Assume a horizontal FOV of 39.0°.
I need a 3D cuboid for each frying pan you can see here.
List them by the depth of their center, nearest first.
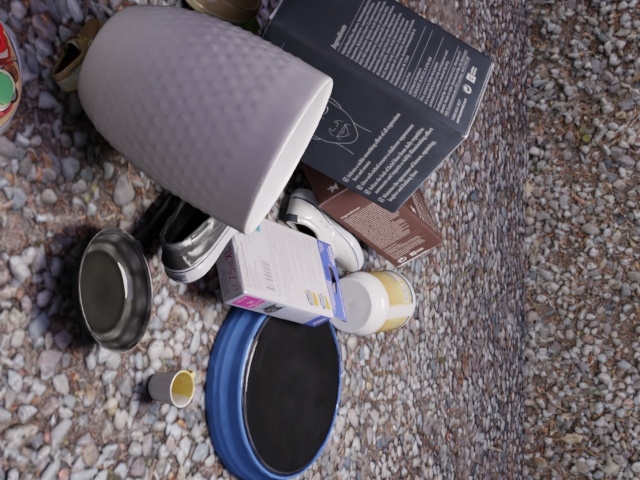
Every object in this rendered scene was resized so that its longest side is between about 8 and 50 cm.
[{"bbox_3d":[-0.321,0.021,1.451,0.197,0.053,0.326,50,39,-54],"label":"frying pan"}]

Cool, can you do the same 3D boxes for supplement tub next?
[{"bbox_3d":[0.113,0.141,2.057,0.199,0.144,0.144,0,89,-58],"label":"supplement tub"}]

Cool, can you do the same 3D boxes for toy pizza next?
[{"bbox_3d":[-0.479,-0.234,1.222,0.201,0.032,0.201,1,89,-58],"label":"toy pizza"}]

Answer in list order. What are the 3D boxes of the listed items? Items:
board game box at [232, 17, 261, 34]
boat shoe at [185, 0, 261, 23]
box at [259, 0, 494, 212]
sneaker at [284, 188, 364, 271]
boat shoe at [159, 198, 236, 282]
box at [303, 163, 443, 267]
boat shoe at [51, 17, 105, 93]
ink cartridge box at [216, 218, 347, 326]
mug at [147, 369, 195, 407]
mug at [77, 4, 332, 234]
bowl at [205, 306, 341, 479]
[{"bbox_3d":[-0.184,-0.391,1.683,0.181,0.043,0.092,-57,135,-41],"label":"board game box"},{"bbox_3d":[-0.199,-0.471,1.565,0.302,0.098,0.109,23,57,-46],"label":"boat shoe"},{"bbox_3d":[0.063,-0.282,1.679,0.395,0.293,0.212,29,56,-9],"label":"box"},{"bbox_3d":[0.000,0.000,1.946,0.258,0.094,0.091,48,60,-36],"label":"sneaker"},{"bbox_3d":[-0.196,-0.067,1.579,0.105,0.113,0.306,80,31,-42],"label":"boat shoe"},{"bbox_3d":[0.114,-0.106,2.009,0.381,0.143,0.191,33,32,-52],"label":"box"},{"bbox_3d":[-0.368,-0.290,1.382,0.045,0.050,0.135,51,48,-52],"label":"boat shoe"},{"bbox_3d":[-0.076,0.059,1.741,0.311,0.065,0.186,19,49,-46],"label":"ink cartridge box"},{"bbox_3d":[-0.254,0.251,1.545,0.078,0.064,0.062,16,76,-57],"label":"mug"},{"bbox_3d":[-0.188,-0.201,1.434,0.276,0.328,0.374,-60,178,-6],"label":"mug"},{"bbox_3d":[-0.079,0.290,1.814,0.391,0.077,0.391,1,88,-58],"label":"bowl"}]
